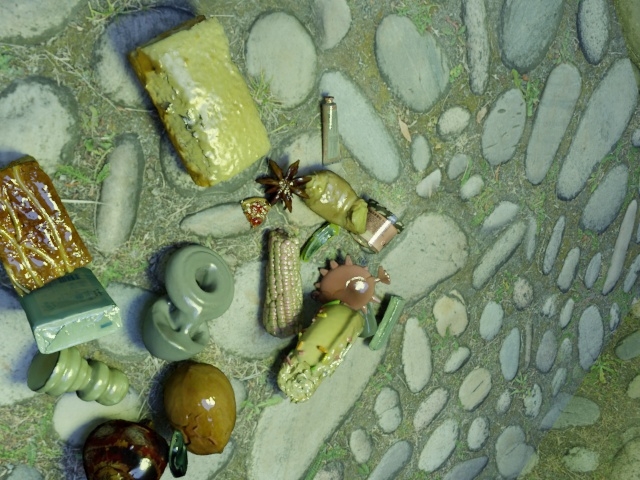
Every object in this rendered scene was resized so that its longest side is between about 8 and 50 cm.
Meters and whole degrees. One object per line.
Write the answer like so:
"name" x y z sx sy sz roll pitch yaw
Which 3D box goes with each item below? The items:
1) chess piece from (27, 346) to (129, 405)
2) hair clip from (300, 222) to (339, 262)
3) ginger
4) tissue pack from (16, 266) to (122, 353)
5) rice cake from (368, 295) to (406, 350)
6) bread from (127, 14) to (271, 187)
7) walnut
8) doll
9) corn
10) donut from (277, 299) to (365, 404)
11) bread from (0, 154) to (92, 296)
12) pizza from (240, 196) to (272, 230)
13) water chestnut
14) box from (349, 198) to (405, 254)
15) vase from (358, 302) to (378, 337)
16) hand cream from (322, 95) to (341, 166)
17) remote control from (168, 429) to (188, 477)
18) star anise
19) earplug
"chess piece" -0.598 0.352 1.484 0.243 0.133 0.133 37 82 -42
"hair clip" 0.000 0.000 1.851 0.188 0.033 0.060 -46 127 -19
"ginger" 0.048 -0.122 1.780 0.267 0.152 0.138 33 85 -15
"tissue pack" -0.582 0.155 1.341 0.177 0.263 0.089 -16 116 -30
"rice cake" 0.237 0.298 2.083 0.211 0.038 0.124 -65 158 3
"bread" -0.297 -0.342 1.453 0.236 0.165 0.375 -37 122 -26
"walnut" -0.333 0.488 1.655 0.203 0.203 0.298 -25 105 -27
"doll" 0.098 0.150 1.887 0.262 0.093 0.211 -23 100 7
"corn" -0.112 0.134 1.767 0.127 0.126 0.335 -6 104 -34
"donut" 0.004 0.325 1.785 0.307 0.150 0.371 -48 172 -33
"bread" -0.664 -0.037 1.320 0.185 0.114 0.274 -30 118 -25
"pizza" -0.175 -0.090 1.702 0.099 0.029 0.100 -32 121 -25
"water chestnut" -0.521 0.577 1.571 0.224 0.238 0.223 2 127 3
"box" 0.177 -0.038 1.898 0.151 0.151 0.135 39 88 -37
"vase" 0.136 0.221 1.992 0.086 0.086 0.214 -24 112 -28
"hand cream" 0.032 -0.331 1.771 0.067 0.043 0.209 -17 119 -28
"remote control" -0.386 0.582 1.575 0.042 0.072 0.222 6 139 -4
"star anise" -0.103 -0.163 1.684 0.168 0.057 0.168 -1 107 -3
"earplug" -0.361 0.170 1.576 0.214 0.175 0.325 32 75 -33
